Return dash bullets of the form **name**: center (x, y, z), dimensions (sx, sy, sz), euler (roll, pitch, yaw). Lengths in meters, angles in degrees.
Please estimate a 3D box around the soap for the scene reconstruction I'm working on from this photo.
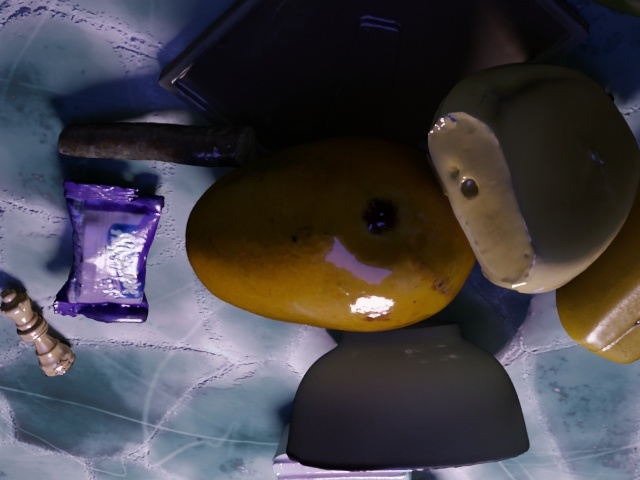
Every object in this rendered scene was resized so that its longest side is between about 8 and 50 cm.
- **soap**: center (0.035, 0.353, 2.008), dimensions (0.230, 0.091, 0.145), euler (-3, 130, 12)

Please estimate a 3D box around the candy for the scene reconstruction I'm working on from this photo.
- **candy**: center (-0.311, 0.021, 1.759), dimensions (0.145, 0.070, 0.275), euler (8, 130, -8)

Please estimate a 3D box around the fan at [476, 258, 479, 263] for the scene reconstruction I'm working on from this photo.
- **fan**: center (0.278, 0.005, 1.599), dimensions (0.057, 0.023, 0.282), euler (29, 161, -25)

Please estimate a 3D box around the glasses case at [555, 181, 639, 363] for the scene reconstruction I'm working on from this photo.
- **glasses case**: center (0.445, -0.007, 1.544), dimensions (0.141, 0.173, 0.371), euler (28, 129, -18)

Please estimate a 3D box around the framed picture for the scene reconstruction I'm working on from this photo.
- **framed picture**: center (0.057, -0.229, 1.494), dimensions (0.326, 0.028, 0.446), euler (37, 128, -25)

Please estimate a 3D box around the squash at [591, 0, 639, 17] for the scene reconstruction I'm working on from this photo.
- **squash**: center (0.266, -0.330, 1.327), dimensions (0.341, 0.094, 0.094), euler (24, 132, -18)

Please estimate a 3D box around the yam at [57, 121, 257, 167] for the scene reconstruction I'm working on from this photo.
- **yam**: center (-0.217, -0.129, 1.591), dimensions (0.274, 0.061, 0.061), euler (5, 134, 17)

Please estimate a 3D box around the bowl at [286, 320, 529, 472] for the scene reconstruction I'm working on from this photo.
- **bowl**: center (0.121, 0.215, 1.751), dimensions (0.353, 0.354, 0.185), euler (-3, 89, 12)

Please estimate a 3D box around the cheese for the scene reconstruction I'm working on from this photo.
- **cheese**: center (0.269, -0.091, 1.411), dimensions (0.128, 0.316, 0.260), euler (-11, 101, 43)

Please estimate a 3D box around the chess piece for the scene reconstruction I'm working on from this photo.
- **chess piece**: center (-0.453, 0.140, 1.903), dimensions (0.060, 0.060, 0.172), euler (-12, 128, 19)

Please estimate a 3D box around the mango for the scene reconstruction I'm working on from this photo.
- **mango**: center (0.000, 0.000, 1.525), dimensions (0.300, 0.232, 0.445), euler (13, 167, -35)
